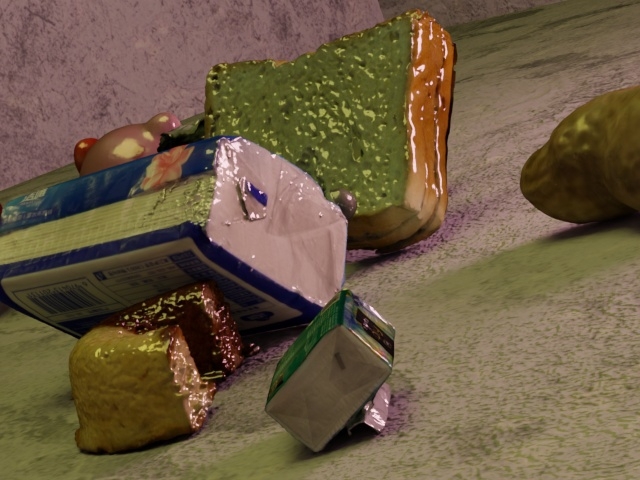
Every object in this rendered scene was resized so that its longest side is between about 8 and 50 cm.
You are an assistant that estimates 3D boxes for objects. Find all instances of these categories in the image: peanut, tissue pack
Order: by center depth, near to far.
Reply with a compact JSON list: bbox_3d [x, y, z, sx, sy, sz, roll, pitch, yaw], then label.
[{"bbox_3d":[0.016,0.097,1.324,0.085,0.079,0.111,-49,5,10],"label":"tissue pack"},{"bbox_3d":[0.286,-0.079,1.667,0.137,0.122,0.253,-38,17,-35],"label":"peanut"},{"bbox_3d":[-0.138,0.006,1.720,0.270,0.137,0.209,-13,-27,36],"label":"tissue pack"}]

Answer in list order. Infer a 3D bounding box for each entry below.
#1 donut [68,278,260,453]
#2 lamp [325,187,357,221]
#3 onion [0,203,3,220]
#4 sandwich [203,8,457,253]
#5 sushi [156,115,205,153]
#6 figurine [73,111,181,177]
[{"bbox_3d":[-0.141,0.102,1.542,0.141,0.085,0.217,-17,11,9],"label":"donut"},{"bbox_3d":[-0.035,-0.002,1.860,0.163,0.091,0.091,-29,7,12],"label":"lamp"},{"bbox_3d":[-0.490,0.020,2.361,0.252,0.219,0.252,-42,-20,-19],"label":"onion"},{"bbox_3d":[0.004,-0.091,1.969,0.273,0.249,0.095,-12,-28,29],"label":"sandwich"},{"bbox_3d":[-0.026,-0.094,2.205,0.350,0.171,0.211,-13,9,30],"label":"sushi"},{"bbox_3d":[-0.231,-0.069,2.460,0.173,0.173,0.173,-18,9,3],"label":"figurine"}]
